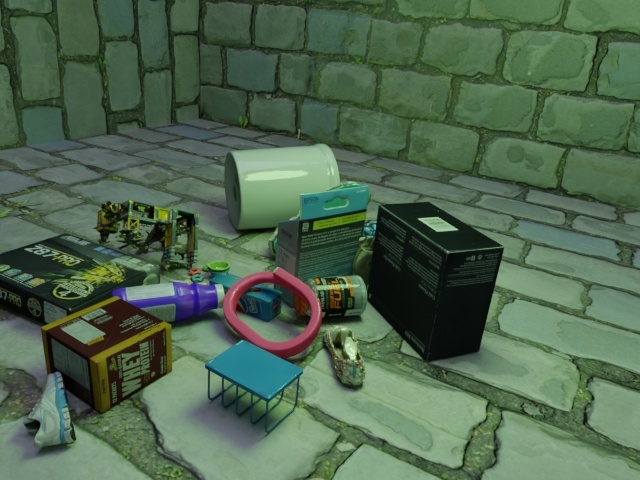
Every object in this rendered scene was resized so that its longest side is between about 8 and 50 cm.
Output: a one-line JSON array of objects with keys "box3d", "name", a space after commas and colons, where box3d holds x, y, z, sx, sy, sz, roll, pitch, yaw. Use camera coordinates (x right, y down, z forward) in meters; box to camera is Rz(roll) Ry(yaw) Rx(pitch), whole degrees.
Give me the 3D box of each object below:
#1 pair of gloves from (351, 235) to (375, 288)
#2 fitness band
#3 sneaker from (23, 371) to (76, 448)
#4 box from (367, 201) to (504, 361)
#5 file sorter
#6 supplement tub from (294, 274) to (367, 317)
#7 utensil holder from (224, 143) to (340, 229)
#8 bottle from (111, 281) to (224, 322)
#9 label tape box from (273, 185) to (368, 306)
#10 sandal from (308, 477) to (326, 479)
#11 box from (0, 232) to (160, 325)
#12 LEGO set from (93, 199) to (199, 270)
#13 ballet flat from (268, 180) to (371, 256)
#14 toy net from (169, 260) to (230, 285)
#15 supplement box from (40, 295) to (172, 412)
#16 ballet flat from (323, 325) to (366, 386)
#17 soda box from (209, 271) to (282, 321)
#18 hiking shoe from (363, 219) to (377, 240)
[{"box3d": [0.198, 0.063, 1.623, 0.240, 0.204, 0.042, -8, 39, -29], "name": "pair of gloves"}, {"box3d": [-0.124, 0.181, 1.345, 0.290, 0.054, 0.209, 31, 61, 34], "name": "fitness band"}, {"box3d": [-0.537, 0.329, 1.015, 0.082, 0.072, 0.190, -14, 29, -26], "name": "sneaker"}, {"box3d": [0.294, 0.096, 1.427, 0.178, 0.313, 0.343, -4, 25, -23], "name": "box"}, {"box3d": [-0.141, 0.309, 1.098, 0.170, 0.105, 0.118, 18, 27, 29], "name": "file sorter"}, {"box3d": [0.026, 0.161, 1.467, 0.190, 0.117, 0.117, -3, 24, -17], "name": "supplement tub"}, {"box3d": [-0.160, -0.207, 2.043, 0.385, 0.328, 0.327, -7, 26, -20], "name": "utensil holder"}, {"box3d": [-0.398, 0.163, 1.366, 0.282, 0.118, 0.092, -6, 58, -23], "name": "bottle"}, {"box3d": [0.000, 0.000, 1.541, 0.249, 0.348, 0.115, -12, 28, -36], "name": "label tape box"}, {"box3d": [-0.048, 0.443, 0.834, 0.088, 0.079, 0.240, 20, 27, 31], "name": "sandal"}, {"box3d": [-0.709, 0.109, 1.458, 0.394, 0.097, 0.318, 16, 22, 22], "name": "box"}, {"box3d": [-0.546, 0.006, 1.649, 0.254, 0.192, 0.331, -11, -17, 34], "name": "LEGO set"}, {"box3d": [-0.017, -0.082, 1.837, 0.408, 0.147, 0.147, -32, 31, -6], "name": "ballet flat"}, {"box3d": [-0.391, 0.109, 1.588, 0.122, 0.045, 0.232, 21, 28, 33], "name": "toy net"}, {"box3d": [-0.468, 0.243, 1.150, 0.194, 0.129, 0.191, 19, 26, 29], "name": "supplement box"}, {"box3d": [0.064, 0.263, 1.286, 0.091, 0.077, 0.241, -2, 23, -14], "name": "ballet flat"}, {"box3d": [-0.216, 0.158, 1.482, 0.210, 0.067, 0.071, 16, 26, 24], "name": "soda box"}, {"box3d": [0.130, 0.007, 1.886, 0.303, 0.113, 0.132, -8, 32, -7], "name": "hiking shoe"}]
